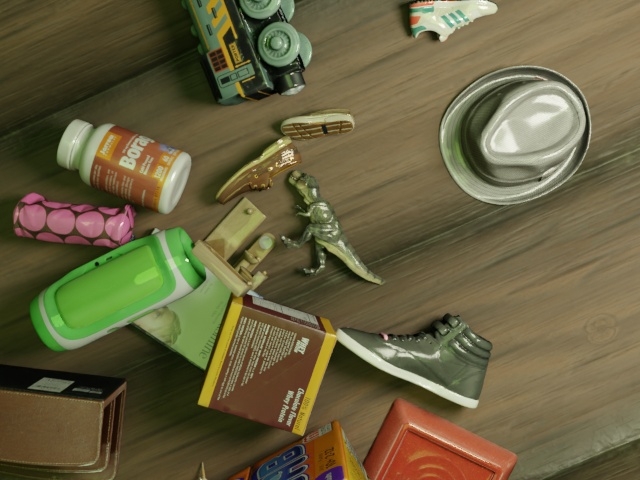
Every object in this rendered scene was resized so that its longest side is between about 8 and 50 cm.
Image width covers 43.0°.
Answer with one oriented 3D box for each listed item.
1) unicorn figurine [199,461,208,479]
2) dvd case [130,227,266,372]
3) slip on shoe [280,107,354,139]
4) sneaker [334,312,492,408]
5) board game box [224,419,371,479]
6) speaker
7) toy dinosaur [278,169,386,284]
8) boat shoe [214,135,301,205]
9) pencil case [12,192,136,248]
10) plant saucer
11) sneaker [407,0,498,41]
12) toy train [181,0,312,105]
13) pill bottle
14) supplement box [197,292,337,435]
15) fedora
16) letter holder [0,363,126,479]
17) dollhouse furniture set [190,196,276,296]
[{"bbox_3d":[-0.194,0.515,1.520,0.111,0.060,0.161,17,90,-4],"label":"unicorn figurine"},{"bbox_3d":[-0.254,0.118,1.521,0.253,0.022,0.180,33,93,0],"label":"dvd case"},{"bbox_3d":[-0.005,-0.219,1.491,0.135,0.051,0.041,-6,53,10],"label":"slip on shoe"},{"bbox_3d":[0.177,0.182,1.477,0.296,0.104,0.146,24,91,-6],"label":"sneaker"},{"bbox_3d":[-0.036,0.567,1.315,0.356,0.356,0.356,-29,91,-1],"label":"board game box"},{"bbox_3d":[-0.360,0.088,1.450,0.297,0.131,0.131,-26,92,3],"label":"speaker"},{"bbox_3d":[0.000,0.000,1.492,0.118,0.064,0.268,-35,95,-4],"label":"toy dinosaur"},{"bbox_3d":[-0.113,-0.118,1.485,0.178,0.064,0.060,-37,91,0],"label":"boat shoe"},{"bbox_3d":[-0.448,-0.038,1.487,0.210,0.098,0.095,8,138,1],"label":"pencil case"},{"bbox_3d":[0.202,0.466,1.514,0.259,0.048,0.259,26,94,0],"label":"plant saucer"},{"bbox_3d":[0.239,-0.401,1.474,0.161,0.057,0.075,-2,109,0],"label":"sneaker"},{"bbox_3d":[-0.145,-0.400,1.443,0.190,0.142,0.333,-21,92,12],"label":"toy train"},{"bbox_3d":[-0.354,-0.138,1.462,0.216,0.121,0.121,21,93,0],"label":"pill bottle"},{"bbox_3d":[-0.096,0.215,1.454,0.194,0.129,0.191,18,95,-7],"label":"supplement box"},{"bbox_3d":[0.356,-0.191,1.439,0.276,0.124,0.243,-21,91,2],"label":"fedora"},{"bbox_3d":[-0.530,0.356,1.478,0.302,0.152,0.214,7,95,1],"label":"letter holder"},{"bbox_3d":[-0.140,0.007,1.439,0.144,0.151,0.123,43,92,7],"label":"dollhouse furniture set"}]
